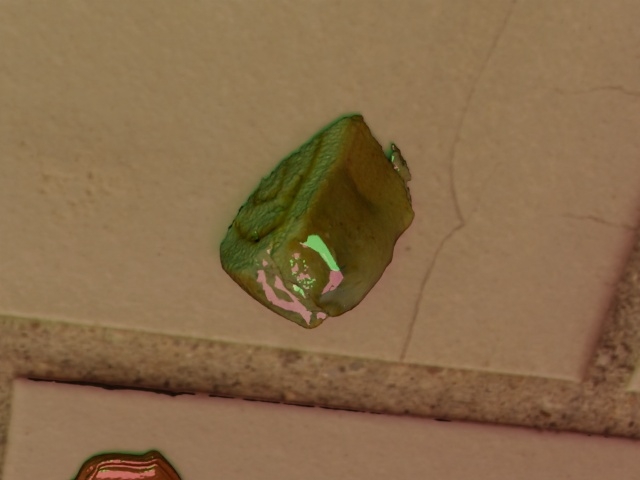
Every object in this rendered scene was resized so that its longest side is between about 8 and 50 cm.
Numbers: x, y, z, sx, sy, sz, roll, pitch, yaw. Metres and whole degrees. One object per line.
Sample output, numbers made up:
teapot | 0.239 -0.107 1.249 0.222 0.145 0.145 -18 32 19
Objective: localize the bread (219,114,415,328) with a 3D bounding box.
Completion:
bread | 0.004 -0.003 0.947 0.103 0.110 0.156 38 104 -22

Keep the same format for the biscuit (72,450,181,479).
biscuit | -0.170 0.226 1.084 0.130 0.019 0.102 -44 120 12
